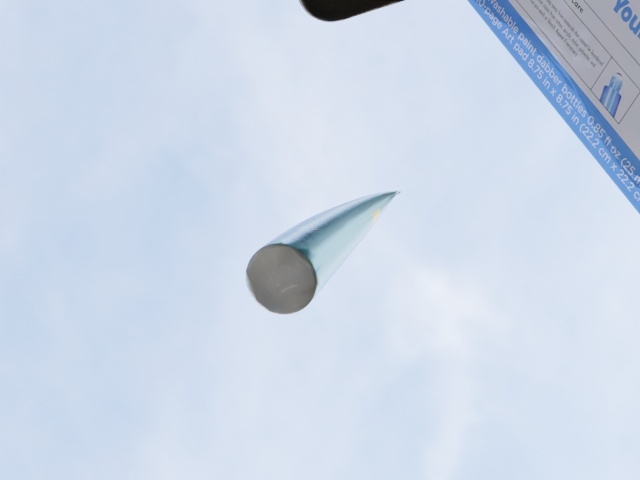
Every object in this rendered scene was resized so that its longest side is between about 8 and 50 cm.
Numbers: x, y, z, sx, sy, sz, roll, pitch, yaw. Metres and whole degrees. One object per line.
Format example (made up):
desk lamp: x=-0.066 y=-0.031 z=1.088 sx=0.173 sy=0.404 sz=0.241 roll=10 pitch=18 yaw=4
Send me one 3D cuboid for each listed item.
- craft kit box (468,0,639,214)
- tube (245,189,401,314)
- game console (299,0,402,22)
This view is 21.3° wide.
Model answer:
craft kit box: x=0.147 y=-0.158 z=0.644 sx=0.061 sy=0.250 sz=0.246 roll=-10 pitch=-37 yaw=-35
tube: x=0.000 y=0.000 z=1.282 sx=0.052 sy=0.080 sz=0.207 roll=70 pitch=-159 yaw=-10
game console: x=0.079 y=-0.270 z=1.135 sx=0.173 sy=0.250 sz=0.293 roll=-36 pitch=-52 yaw=-17
